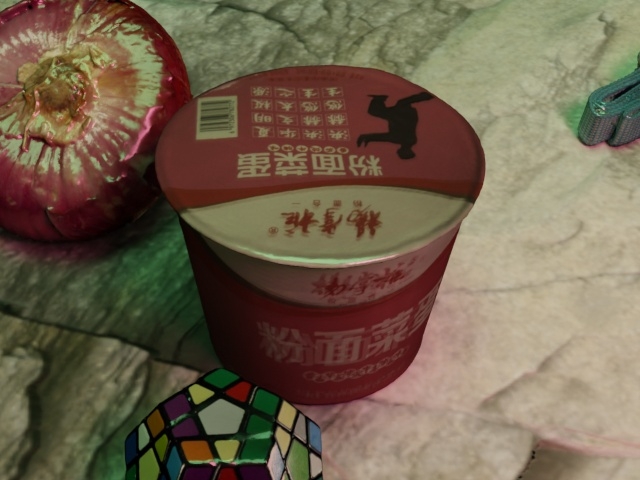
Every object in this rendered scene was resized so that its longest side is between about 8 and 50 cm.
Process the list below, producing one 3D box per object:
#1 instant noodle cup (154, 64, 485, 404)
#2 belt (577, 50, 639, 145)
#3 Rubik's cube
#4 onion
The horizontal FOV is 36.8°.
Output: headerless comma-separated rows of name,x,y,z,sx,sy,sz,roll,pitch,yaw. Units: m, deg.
instant noodle cup,0.000,0.000,0.732,0.234,0.179,0.235,0,42,0
belt,0.335,-0.157,1.004,0.179,0.065,0.100,-22,57,-24
Rubik's cube,-0.061,0.148,0.618,0.133,0.133,0.112,23,71,23
onion,-0.219,-0.103,0.872,0.229,0.163,0.230,0,74,2
